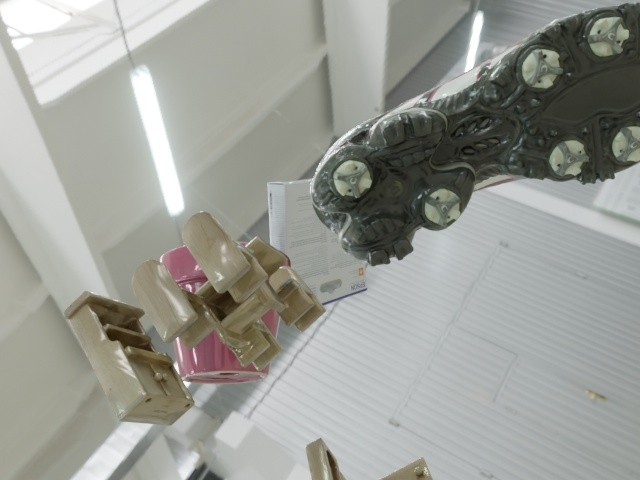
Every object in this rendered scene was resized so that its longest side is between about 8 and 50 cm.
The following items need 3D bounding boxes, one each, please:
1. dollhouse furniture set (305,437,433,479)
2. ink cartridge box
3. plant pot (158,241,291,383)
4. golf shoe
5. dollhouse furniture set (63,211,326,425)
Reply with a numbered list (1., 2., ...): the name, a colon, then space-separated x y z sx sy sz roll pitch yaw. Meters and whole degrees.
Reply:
1. dollhouse furniture set: 0.074 0.317 0.837 0.123 0.144 0.151 -29 -65 4
2. ink cartridge box: 0.000 0.000 1.135 0.223 0.045 0.224 -12 -78 -49
3. plant pot: -0.143 0.116 0.961 0.201 0.201 0.180 49 -144 -65
4. golf shoe: 0.118 -0.083 0.434 0.120 0.273 0.105 -104 -7 -70
5. dollhouse furniture set: -0.156 0.075 0.764 0.242 0.161 0.212 -42 -29 5
